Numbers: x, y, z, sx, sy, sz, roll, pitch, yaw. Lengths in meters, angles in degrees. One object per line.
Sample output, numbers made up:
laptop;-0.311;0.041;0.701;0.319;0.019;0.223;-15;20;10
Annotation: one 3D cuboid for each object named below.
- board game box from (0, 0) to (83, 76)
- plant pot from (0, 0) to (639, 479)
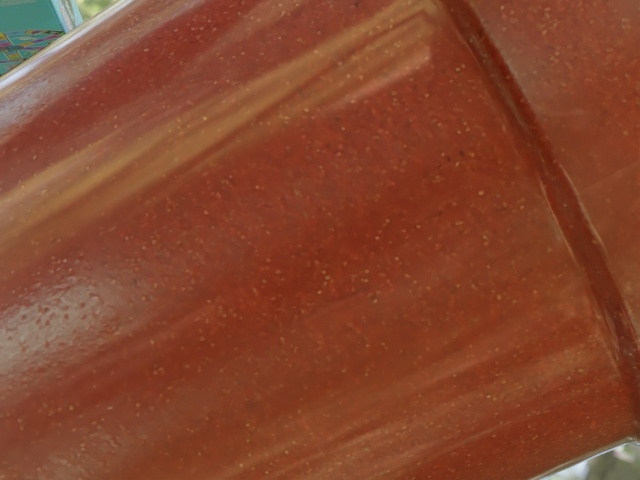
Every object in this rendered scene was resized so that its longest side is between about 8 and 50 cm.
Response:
board game box;-0.342;-0.184;1.487;0.253;0.079;0.336;-9;-11;-2
plant pot;0.000;0.000;0.623;0.272;0.265;0.272;61;-2;4
